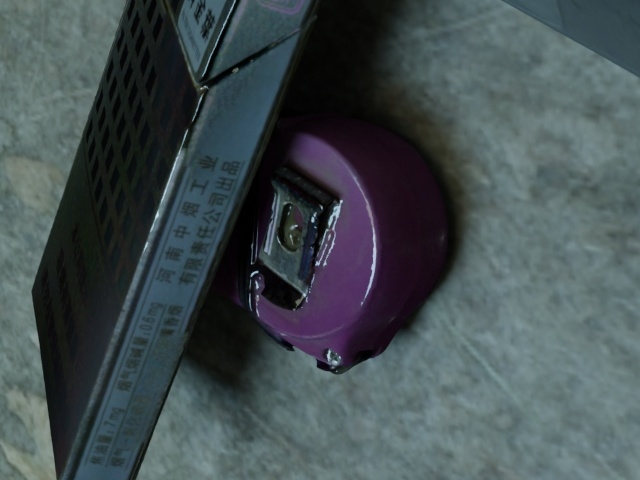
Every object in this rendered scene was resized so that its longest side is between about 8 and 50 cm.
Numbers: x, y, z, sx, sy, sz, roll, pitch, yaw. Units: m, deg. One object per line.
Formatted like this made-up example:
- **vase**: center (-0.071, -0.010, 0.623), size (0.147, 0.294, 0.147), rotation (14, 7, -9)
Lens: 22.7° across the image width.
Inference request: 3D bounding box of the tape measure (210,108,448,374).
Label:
- **tape measure**: center (0.000, 0.000, 0.793), size (0.118, 0.074, 0.125), rotation (32, 119, 32)

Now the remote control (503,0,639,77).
- **remote control**: center (0.089, -0.110, 0.569), size (0.313, 0.055, 0.109), rotation (41, 154, 42)

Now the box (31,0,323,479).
- **box**: center (-0.081, -0.048, 0.820), size (0.180, 0.047, 0.325), rotation (-111, 38, -53)
